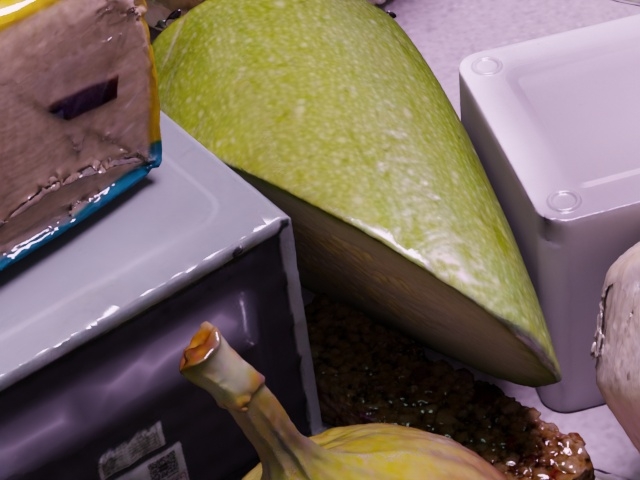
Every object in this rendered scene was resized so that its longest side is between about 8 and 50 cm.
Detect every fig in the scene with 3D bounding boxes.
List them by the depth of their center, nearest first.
[{"bbox_3d":[-0.006,0.135,0.768,0.143,0.231,0.160,-40,38,30],"label":"fig"}]

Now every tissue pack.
[{"bbox_3d":[-0.228,-0.086,0.825,0.271,0.134,0.192,29,53,35],"label":"tissue pack"},{"bbox_3d":[0.212,-0.034,0.963,0.246,0.136,0.159,-14,41,-5],"label":"tissue pack"}]

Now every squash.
[{"bbox_3d":[0.000,0.000,0.926,0.189,0.189,0.260,-12,47,-4],"label":"squash"}]

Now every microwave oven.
[{"bbox_3d":[-0.180,0.071,0.878,0.295,0.181,0.237,-30,47,-23],"label":"microwave oven"}]

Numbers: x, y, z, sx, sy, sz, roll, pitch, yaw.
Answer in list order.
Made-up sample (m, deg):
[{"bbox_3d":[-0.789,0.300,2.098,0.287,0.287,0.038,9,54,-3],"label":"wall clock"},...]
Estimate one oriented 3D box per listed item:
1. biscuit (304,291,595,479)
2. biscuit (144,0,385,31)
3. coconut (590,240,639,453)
[{"bbox_3d":[0.051,0.091,0.925,0.199,0.034,0.064,29,53,34],"label":"biscuit"},{"bbox_3d":[-0.057,-0.207,1.243,0.281,0.084,0.179,4,43,13],"label":"biscuit"},{"bbox_3d":[0.248,0.067,0.792,0.224,0.224,0.234,-29,81,-22],"label":"coconut"}]
